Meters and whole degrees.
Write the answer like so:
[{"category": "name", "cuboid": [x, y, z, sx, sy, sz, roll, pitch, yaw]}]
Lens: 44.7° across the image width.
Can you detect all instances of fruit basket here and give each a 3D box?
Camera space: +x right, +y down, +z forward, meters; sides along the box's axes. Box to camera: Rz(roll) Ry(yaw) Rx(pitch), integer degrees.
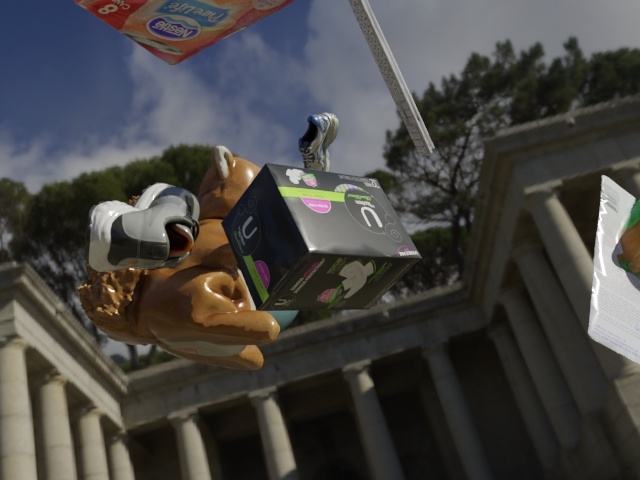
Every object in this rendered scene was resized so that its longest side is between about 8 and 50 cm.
[{"category": "fruit basket", "cuboid": [0.524, 0.093, 1.121, 0.327, 0.353, 0.165, 28, -40, -4]}]

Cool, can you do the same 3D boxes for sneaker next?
[{"category": "sneaker", "cuboid": [-0.201, -0.010, 1.000, 0.108, 0.100, 0.271, 10, 13, 7]}, {"category": "sneaker", "cuboid": [-0.016, -0.151, 1.313, 0.058, 0.052, 0.135, -1, -72, -42]}]

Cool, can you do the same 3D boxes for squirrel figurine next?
[{"category": "squirrel figurine", "cuboid": [-0.234, 0.012, 1.407, 0.397, 0.370, 0.281, 7, -21, 0]}]

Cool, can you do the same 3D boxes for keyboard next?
[{"category": "keyboard", "cuboid": [0.097, -0.237, 1.104, 0.014, 0.256, 0.072, -27, 10, -8]}]

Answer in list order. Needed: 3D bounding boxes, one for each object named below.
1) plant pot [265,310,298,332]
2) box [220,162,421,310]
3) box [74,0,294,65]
[{"category": "plant pot", "cuboid": [-0.188, 0.132, 1.777, 0.291, 0.195, 0.290, 2, -70, 5]}, {"category": "box", "cuboid": [0.000, 0.000, 0.424, 0.083, 0.062, 0.052, 4, -41, -43]}, {"category": "box", "cuboid": [-0.146, -0.321, 0.640, 0.142, 0.299, 0.154, -24, -12, 14]}]
